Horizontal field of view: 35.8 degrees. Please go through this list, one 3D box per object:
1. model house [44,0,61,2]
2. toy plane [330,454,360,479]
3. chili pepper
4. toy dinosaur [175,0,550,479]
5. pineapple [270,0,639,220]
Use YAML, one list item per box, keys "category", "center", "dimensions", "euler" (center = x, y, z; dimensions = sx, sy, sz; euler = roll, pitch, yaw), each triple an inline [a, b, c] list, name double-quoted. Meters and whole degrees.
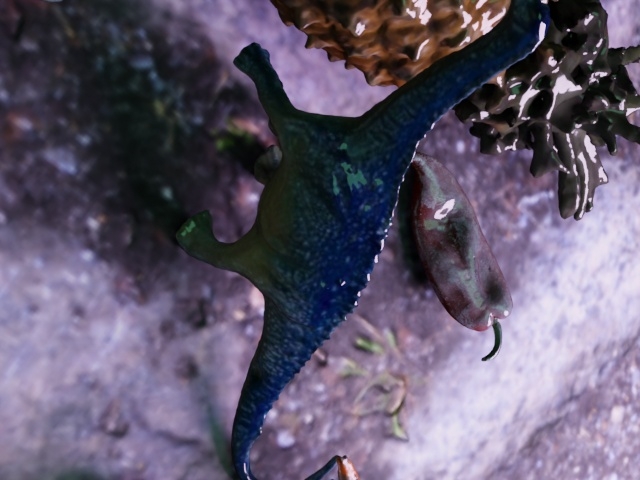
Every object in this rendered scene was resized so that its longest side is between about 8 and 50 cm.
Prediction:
- category: "model house"
  center: [-0.165, -0.171, 0.511]
  dimensions: [0.079, 0.066, 0.083]
  euler: [-2, 113, -42]
- category: "toy plane"
  center: [0.024, 0.193, 0.644]
  dimensions: [0.135, 0.062, 0.188]
  euler: [-33, 124, -22]
- category: "chili pepper"
  center: [0.095, 0.009, 0.690]
  dimensions: [0.050, 0.041, 0.153]
  euler: [-29, 93, -47]
- category: "toy dinosaur"
  center: [-0.006, -0.010, 0.571]
  dimensions: [0.076, 0.147, 0.363]
  euler: [-11, 134, -49]
- category: "pineapple"
  center: [0.113, -0.126, 0.626]
  dimensions: [0.340, 0.169, 0.169]
  euler: [37, 75, -31]
